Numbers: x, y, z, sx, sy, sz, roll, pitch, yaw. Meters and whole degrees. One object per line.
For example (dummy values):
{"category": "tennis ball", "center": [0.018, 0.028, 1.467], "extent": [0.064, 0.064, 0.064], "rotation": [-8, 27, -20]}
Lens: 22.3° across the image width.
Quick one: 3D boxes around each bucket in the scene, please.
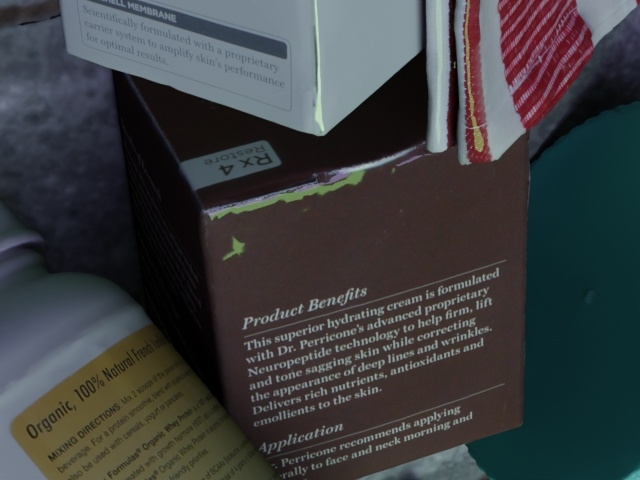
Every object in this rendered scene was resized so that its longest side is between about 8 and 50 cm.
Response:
{"category": "bucket", "center": [0.218, 0.063, 0.946], "extent": [0.183, 0.281, 0.281], "rotation": [23, 111, -29]}

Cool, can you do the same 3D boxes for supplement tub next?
{"category": "supplement tub", "center": [-0.122, 0.158, 0.739], "extent": [0.228, 0.228, 0.316], "rotation": [-40, 87, 5]}

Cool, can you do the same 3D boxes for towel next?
{"category": "towel", "center": [0.139, -0.206, 0.737], "extent": [0.329, 0.037, 0.237], "rotation": [-45, 142, -42]}

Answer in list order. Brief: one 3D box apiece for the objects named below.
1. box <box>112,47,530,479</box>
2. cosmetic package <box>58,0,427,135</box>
{"category": "box", "center": [0.000, 0.000, 0.855], "extent": [0.168, 0.167, 0.203], "rotation": [-15, 128, -15]}
{"category": "cosmetic package", "center": [0.000, -0.204, 0.666], "extent": [0.224, 0.138, 0.224], "rotation": [-43, 144, -43]}
